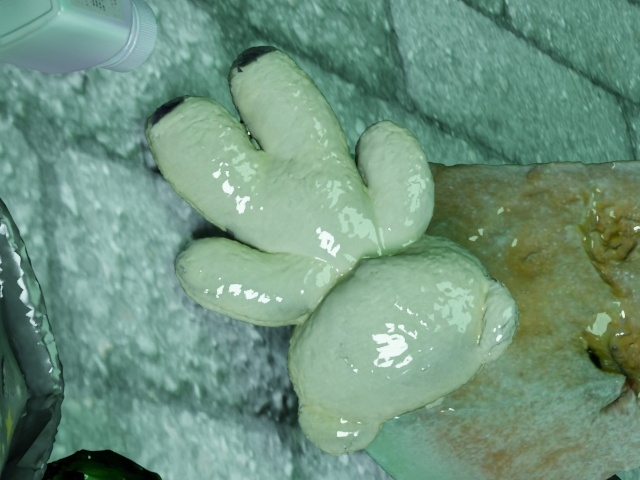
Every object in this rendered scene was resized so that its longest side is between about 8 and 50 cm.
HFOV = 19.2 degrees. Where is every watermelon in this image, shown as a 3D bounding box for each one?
[{"bbox_3d":[0.142,0.073,1.450,0.151,0.302,0.264,89,0,-55],"label":"watermelon"}]

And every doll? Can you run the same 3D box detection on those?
[{"bbox_3d":[0.004,-0.002,1.307,0.278,0.175,0.149,55,13,6],"label":"doll"}]

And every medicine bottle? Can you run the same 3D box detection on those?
[{"bbox_3d":[-0.159,-0.142,1.207,0.118,0.074,0.055,10,62,-56],"label":"medicine bottle"}]

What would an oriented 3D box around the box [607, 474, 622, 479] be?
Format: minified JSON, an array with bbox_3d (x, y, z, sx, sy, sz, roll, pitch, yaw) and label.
[{"bbox_3d":[0.255,0.316,1.615,0.212,0.042,0.201,64,30,-6],"label":"box"}]

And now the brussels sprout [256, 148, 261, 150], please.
[{"bbox_3d":[-0.033,-0.043,1.378,0.083,0.046,0.051,37,35,-41],"label":"brussels sprout"}]

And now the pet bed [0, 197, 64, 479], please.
[{"bbox_3d":[-0.233,0.069,0.812,0.159,0.211,0.183,39,39,-56],"label":"pet bed"}]

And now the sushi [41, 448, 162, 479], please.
[{"bbox_3d":[-0.146,0.194,0.954,0.124,0.127,0.225,60,29,-12],"label":"sushi"}]
